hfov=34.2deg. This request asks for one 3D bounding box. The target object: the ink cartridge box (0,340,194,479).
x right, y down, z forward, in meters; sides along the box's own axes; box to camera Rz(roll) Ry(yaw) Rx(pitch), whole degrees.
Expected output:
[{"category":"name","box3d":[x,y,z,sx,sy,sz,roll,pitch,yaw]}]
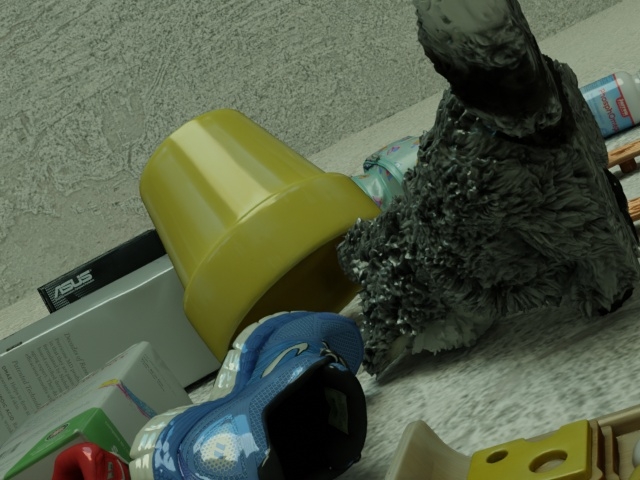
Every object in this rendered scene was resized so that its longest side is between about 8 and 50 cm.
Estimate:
[{"category":"ink cartridge box","box3d":[-0.219,0.195,0.944,0.154,0.093,0.212,-33,11,13]}]

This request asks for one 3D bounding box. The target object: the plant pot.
[{"category":"plant pot","box3d":[-0.083,-0.018,1.226,0.254,0.239,0.254,-36,-20,-15]}]

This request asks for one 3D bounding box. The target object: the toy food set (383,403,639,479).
[{"category":"toy food set","box3d":[0.172,0.118,0.597,0.306,0.092,0.220,-21,11,21]}]

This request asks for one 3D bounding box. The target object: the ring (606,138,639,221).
[{"category":"ring","box3d":[0.382,-0.070,1.220,0.336,0.032,0.336,-25,11,5]}]

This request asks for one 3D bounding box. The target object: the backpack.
[{"category":"backpack","box3d":[0.125,-0.050,1.356,0.144,0.166,0.188,-30,8,-14]}]

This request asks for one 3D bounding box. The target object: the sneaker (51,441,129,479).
[{"category":"sneaker","box3d":[-0.231,0.258,0.731,0.107,0.118,0.279,-8,34,45]}]

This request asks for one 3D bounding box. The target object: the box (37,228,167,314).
[{"category":"box","box3d":[-0.286,0.105,1.523,0.190,0.184,0.045,-29,12,-23]}]

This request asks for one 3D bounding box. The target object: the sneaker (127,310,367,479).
[{"category":"sneaker","box3d":[-0.016,0.146,0.858,0.147,0.130,0.330,-11,14,23]}]

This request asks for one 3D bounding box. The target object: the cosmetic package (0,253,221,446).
[{"category":"cosmetic package","box3d":[-0.309,0.163,1.369,0.385,0.156,0.217,-30,9,-18]}]

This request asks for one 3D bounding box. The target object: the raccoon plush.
[{"category":"raccoon plush","box3d":[0.087,-0.063,0.933,0.299,0.446,0.216,-21,38,22]}]

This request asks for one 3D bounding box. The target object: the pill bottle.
[{"category":"pill bottle","box3d":[0.441,-0.206,1.600,0.160,0.087,0.087,-23,10,19]}]
